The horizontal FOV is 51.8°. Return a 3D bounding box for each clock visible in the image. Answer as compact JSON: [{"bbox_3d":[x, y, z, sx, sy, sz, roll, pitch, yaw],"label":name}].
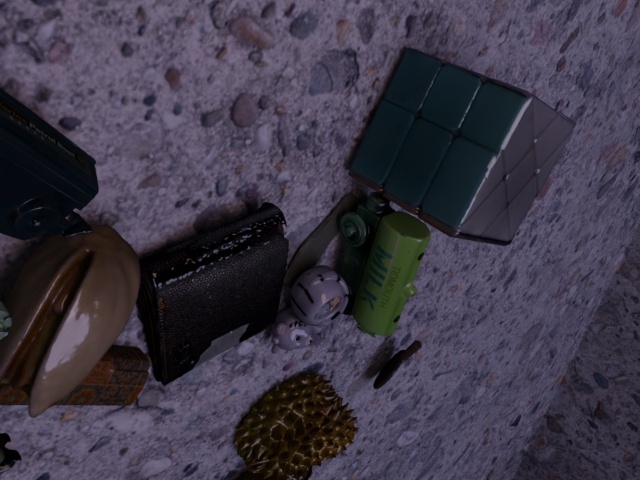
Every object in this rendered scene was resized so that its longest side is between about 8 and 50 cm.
[{"bbox_3d":[-0.025,0.120,1.107,0.117,0.080,0.176,-25,149,-35],"label":"clock"}]

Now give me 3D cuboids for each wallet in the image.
[{"bbox_3d":[-0.152,0.086,0.960,0.221,0.071,0.262,-29,146,-31],"label":"wallet"}]

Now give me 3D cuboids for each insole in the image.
[{"bbox_3d":[0.000,0.000,1.104,0.192,0.010,0.063,-52,146,-3],"label":"insole"}]

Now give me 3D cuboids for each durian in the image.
[{"bbox_3d":[-0.041,0.348,1.284,0.260,0.154,0.186,-36,118,-34],"label":"durian"}]

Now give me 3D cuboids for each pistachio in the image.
[{"bbox_3d":[-0.281,0.082,0.729,0.223,0.126,0.152,-68,-171,-24],"label":"pistachio"}]

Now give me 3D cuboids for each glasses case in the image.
[{"bbox_3d":[-0.323,0.173,0.848,0.218,0.049,0.075,21,104,-54],"label":"glasses case"}]

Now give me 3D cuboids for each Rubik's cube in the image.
[{"bbox_3d":[0.222,-0.144,1.046,0.221,0.225,0.231,7,113,-53],"label":"Rubik's cube"}]

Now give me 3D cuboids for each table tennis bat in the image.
[{"bbox_3d":[0.131,0.242,1.473,0.170,0.119,0.107,-51,179,39],"label":"table tennis bat"}]

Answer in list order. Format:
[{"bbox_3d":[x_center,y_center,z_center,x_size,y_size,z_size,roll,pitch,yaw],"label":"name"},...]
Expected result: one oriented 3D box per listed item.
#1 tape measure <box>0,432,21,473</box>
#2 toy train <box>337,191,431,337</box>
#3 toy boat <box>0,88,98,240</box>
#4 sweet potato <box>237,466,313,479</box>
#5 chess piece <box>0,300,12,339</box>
[{"bbox_3d":[-0.460,0.228,0.685,0.207,0.115,0.235,-37,142,-26],"label":"tape measure"},{"bbox_3d":[0.099,0.048,1.120,0.105,0.157,0.253,-22,139,-43],"label":"toy train"},{"bbox_3d":[-0.314,-0.094,0.559,0.114,0.122,0.296,-32,155,4],"label":"toy boat"},{"bbox_3d":[-0.150,0.534,1.328,0.310,0.098,0.124,-39,150,-14],"label":"sweet potato"},{"bbox_3d":[-0.352,0.059,0.668,0.067,0.103,0.067,-30,139,-30],"label":"chess piece"}]
